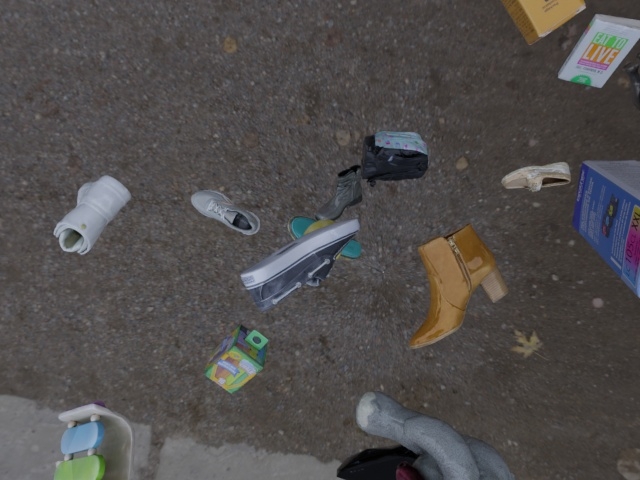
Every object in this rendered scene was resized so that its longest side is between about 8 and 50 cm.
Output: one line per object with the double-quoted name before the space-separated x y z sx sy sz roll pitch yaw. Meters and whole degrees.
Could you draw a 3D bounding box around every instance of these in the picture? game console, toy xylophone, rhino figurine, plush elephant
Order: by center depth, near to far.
"plush elephant" 0.173 0.413 0.680 0.330 0.255 0.271 2 107 30
"rhino figurine" 0.559 -0.229 0.752 0.073 0.243 0.106 -27 111 19
"toy xylophone" -0.384 0.433 0.757 0.236 0.081 0.322 -32 54 26
"game console" 0.225 0.523 1.050 0.361 0.044 0.213 32 132 -26

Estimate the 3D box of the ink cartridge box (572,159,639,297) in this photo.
"ink cartridge box" 0.625 -0.042 0.834 0.270 0.395 0.151 3 114 10

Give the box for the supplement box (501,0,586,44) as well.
"supplement box" 0.293 -0.417 0.722 0.078 0.080 0.233 -33 93 12

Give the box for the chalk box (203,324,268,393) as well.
"chalk box" -0.272 0.394 1.648 0.132 0.132 0.213 41 109 -15

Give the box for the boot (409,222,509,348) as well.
"boot" 0.291 0.108 1.181 0.295 0.104 0.211 -35 89 1

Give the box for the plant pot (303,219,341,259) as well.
"plant pot" 0.020 0.014 1.531 0.134 0.134 0.095 -32 41 4

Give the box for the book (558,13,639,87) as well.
"book" 0.579 -0.393 1.002 0.096 0.144 0.035 13 58 2

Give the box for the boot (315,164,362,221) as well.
"boot" 0.069 -0.183 1.800 0.083 0.161 0.246 32 52 32

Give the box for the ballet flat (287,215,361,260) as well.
"ballet flat" 0.000 0.000 1.862 0.349 0.123 0.123 20 89 -31

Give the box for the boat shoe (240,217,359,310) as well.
"boat shoe" -0.023 0.047 1.024 0.301 0.108 0.102 -31 102 -34

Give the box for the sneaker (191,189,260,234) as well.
"sneaker" -0.333 -0.102 1.692 0.262 0.121 0.099 25 92 -7

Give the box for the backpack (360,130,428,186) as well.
"backpack" 0.207 -0.233 1.326 0.182 0.152 0.115 -1 57 -2

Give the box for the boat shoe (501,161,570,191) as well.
"boat shoe" 0.564 -0.158 1.255 0.170 0.063 0.059 -12 63 13

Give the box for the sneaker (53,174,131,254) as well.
"sneaker" -0.557 -0.048 1.127 0.108 0.292 0.169 42 62 -21
